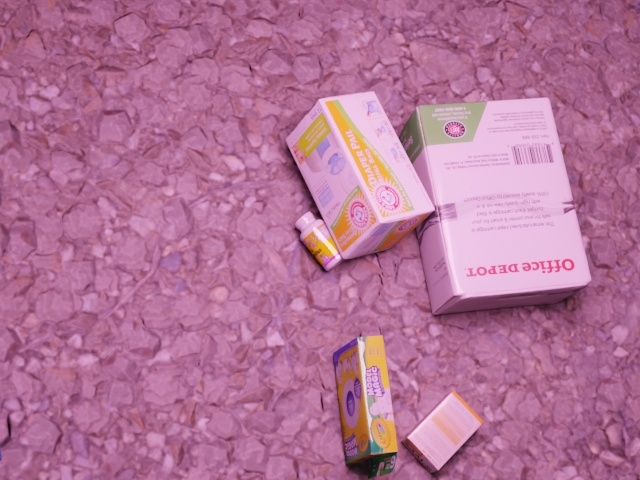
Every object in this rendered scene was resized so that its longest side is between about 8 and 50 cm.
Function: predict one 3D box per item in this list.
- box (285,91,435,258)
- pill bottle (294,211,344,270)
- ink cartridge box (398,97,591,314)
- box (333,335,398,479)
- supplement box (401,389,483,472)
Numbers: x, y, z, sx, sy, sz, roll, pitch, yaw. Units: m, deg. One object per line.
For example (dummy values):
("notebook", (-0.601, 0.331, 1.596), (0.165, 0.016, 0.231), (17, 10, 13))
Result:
("box", (0.054, -0.093, 1.523), (0.103, 0.114, 0.203), (-14, 71, -37))
("pill bottle", (0.000, 0.000, 1.538), (0.043, 0.043, 0.083), (-37, 82, -20))
("ink cartridge box", (0.247, -0.048, 1.565), (0.211, 0.121, 0.289), (-4, 73, -14))
("box", (0.060, 0.226, 1.444), (0.043, 0.105, 0.179), (-3, 73, -20))
("supplement box", (0.168, 0.264, 1.491), (0.098, 0.036, 0.062), (-41, 84, -21))
